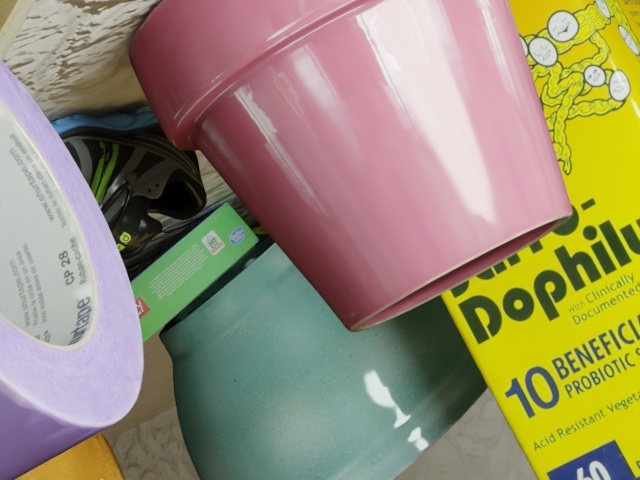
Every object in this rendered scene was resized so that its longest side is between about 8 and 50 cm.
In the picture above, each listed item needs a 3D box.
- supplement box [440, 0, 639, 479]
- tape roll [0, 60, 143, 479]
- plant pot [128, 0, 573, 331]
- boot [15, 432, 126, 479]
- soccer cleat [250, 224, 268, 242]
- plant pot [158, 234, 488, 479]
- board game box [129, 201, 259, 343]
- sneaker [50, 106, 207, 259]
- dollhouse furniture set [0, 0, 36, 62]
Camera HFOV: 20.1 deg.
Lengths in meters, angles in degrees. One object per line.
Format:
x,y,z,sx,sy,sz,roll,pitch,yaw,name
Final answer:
0.205,0.000,1.279,0.194,0.357,0.195,-32,172,27,supplement box
-0.150,0.002,0.659,0.080,0.189,0.189,-30,173,13,tape roll
0.030,-0.062,0.916,0.201,0.180,0.201,-28,173,-4,plant pot
-0.191,0.085,1.007,0.104,0.211,0.295,-30,172,11,boot
0.000,0.001,1.619,0.289,0.093,0.121,-33,164,34,soccer cleat
-0.009,0.094,1.501,0.293,0.196,0.293,-39,-176,4,plant pot
-0.206,0.104,1.430,0.317,0.046,0.213,-42,-176,-42,board game box
-0.127,-0.025,0.995,0.067,0.078,0.188,-33,170,37,sneaker
-0.121,-0.127,0.389,0.161,0.101,0.182,-56,163,18,dollhouse furniture set
